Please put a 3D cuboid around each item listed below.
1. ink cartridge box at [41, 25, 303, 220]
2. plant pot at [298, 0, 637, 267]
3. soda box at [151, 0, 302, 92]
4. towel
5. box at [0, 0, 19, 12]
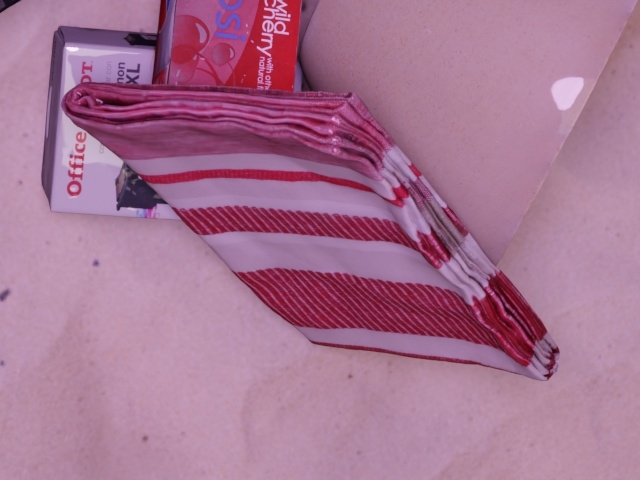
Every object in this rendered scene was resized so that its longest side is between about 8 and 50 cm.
[{"bbox_3d":[-0.110,-0.082,1.426,0.175,0.072,0.127,3,106,-13],"label":"ink cartridge box"},{"bbox_3d":[0.097,-0.139,1.366,0.191,0.284,0.284,27,100,3],"label":"plant pot"},{"bbox_3d":[-0.059,-0.204,1.351,0.092,0.083,0.263,7,83,-13],"label":"soda box"},{"bbox_3d":[0.000,0.000,1.331,0.329,0.237,0.037,47,59,-44],"label":"towel"},{"bbox_3d":[-0.331,-0.250,1.203,0.395,0.212,0.294,-32,89,-6],"label":"box"}]
